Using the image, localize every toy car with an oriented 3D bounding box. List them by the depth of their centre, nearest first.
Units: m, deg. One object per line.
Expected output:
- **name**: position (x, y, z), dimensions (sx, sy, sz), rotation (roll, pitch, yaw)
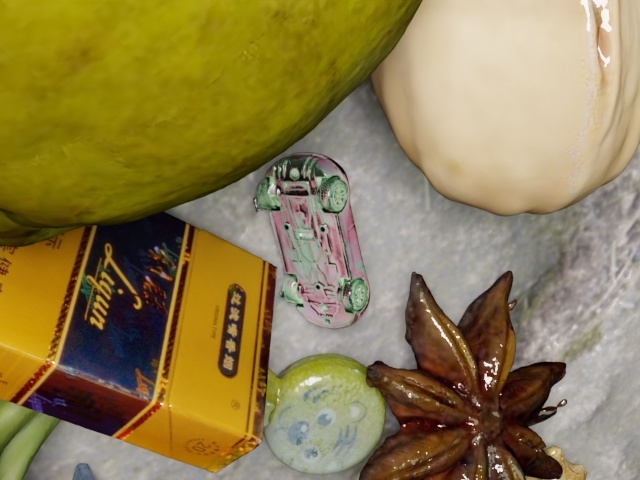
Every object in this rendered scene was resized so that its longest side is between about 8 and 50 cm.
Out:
- **toy car**: position (0.000, 0.000, 0.660), dimensions (0.055, 0.069, 0.142), rotation (-40, 125, -48)

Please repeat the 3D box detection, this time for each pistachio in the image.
- **pistachio**: position (0.121, -0.175, 0.561), dimensions (0.193, 0.214, 0.318), rotation (-11, 99, -14)

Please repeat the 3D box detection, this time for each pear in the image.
- **pear**: position (-0.105, -0.195, 0.410), dimensions (0.352, 0.352, 0.413), rotation (32, 98, -26)

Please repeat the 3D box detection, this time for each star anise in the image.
- **star anise**: position (0.110, 0.150, 0.725), dimensions (0.272, 0.102, 0.272), rotation (8, 77, -36)

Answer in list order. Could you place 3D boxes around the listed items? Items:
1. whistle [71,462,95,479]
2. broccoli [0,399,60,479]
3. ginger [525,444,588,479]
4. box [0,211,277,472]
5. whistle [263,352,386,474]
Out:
- **whistle**: position (-0.231, 0.326, 0.690), dimensions (0.062, 0.062, 0.304), rotation (16, 102, -23)
- **broccoli**: position (-0.276, 0.179, 0.527), dimensions (0.235, 0.260, 0.288), rotation (-18, 112, 2)
- **ginger**: position (0.213, 0.296, 0.841), dimensions (0.193, 0.052, 0.176), rotation (36, 88, -27)
- **box**: position (-0.147, 0.042, 0.570), dimensions (0.237, 0.152, 0.070), rotation (26, 133, -23)
- **whistle**: position (-0.041, 0.130, 0.699), dimensions (0.198, 0.057, 0.104), rotation (16, 107, -16)
